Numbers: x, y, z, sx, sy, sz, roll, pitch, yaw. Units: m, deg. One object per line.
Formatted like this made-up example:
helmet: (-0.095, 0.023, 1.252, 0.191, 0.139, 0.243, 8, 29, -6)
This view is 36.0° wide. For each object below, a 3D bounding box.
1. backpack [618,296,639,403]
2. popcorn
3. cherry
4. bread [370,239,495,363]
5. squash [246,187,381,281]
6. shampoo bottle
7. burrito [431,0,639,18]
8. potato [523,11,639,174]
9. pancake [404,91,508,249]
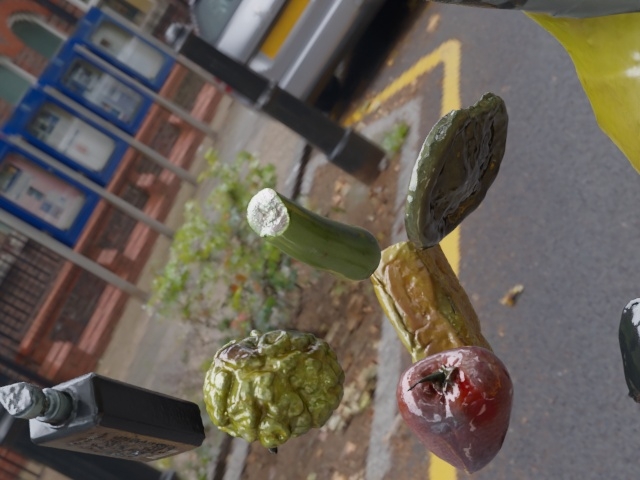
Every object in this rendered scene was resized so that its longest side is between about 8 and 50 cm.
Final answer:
backpack: (0.279, 0.079, 0.661, 0.105, 0.120, 0.165, -19, 8, -37)
popcorn: (-0.071, 0.220, 1.475, 0.189, 0.218, 0.170, -11, 90, 62)
cherry: (0.123, 0.150, 0.905, 0.087, 0.106, 0.126, -78, -10, -47)
bread: (0.201, 0.139, 1.735, 0.132, 0.294, 0.167, -28, -11, 14)
squash: (0.000, 0.000, 1.368, 0.083, 0.250, 0.083, -15, 66, 35)
shampoo bottle: (-0.250, 0.207, 1.140, 0.098, 0.309, 0.071, -18, 68, 17)
burrito: (0.060, -0.175, 0.501, 0.139, 0.445, 0.101, -119, 37, -44)
potato: (0.309, -0.139, 0.747, 0.290, 0.397, 0.296, -27, 59, 49)
pancake: (0.184, -0.088, 1.291, 0.236, 0.042, 0.223, -3, -66, -62)
